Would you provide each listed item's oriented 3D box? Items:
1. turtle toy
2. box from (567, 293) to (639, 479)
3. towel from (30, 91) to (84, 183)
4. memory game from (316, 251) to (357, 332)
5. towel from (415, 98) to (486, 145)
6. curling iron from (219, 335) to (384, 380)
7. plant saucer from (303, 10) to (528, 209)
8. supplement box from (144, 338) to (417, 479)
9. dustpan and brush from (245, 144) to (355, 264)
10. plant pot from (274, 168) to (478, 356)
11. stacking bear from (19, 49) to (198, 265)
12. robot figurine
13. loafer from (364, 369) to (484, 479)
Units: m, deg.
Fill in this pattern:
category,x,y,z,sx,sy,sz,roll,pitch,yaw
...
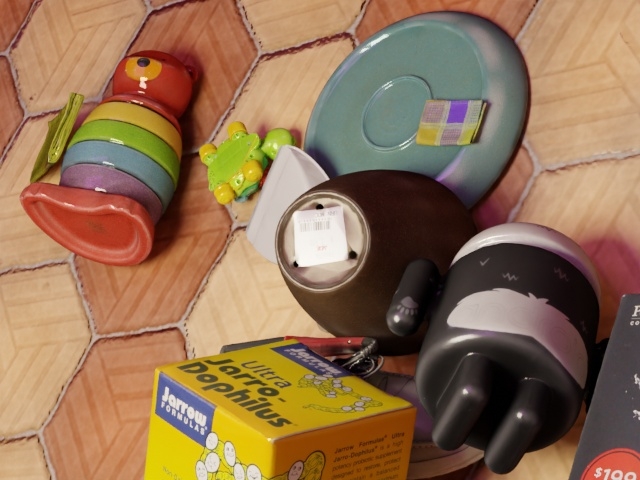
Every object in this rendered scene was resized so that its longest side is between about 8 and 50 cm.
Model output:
category,x,y,z,sx,sy,sz,roll,pitch,yaw
turtle toy,-0.090,-0.100,2.205,0.130,0.066,0.095,-36,52,19
box,0.409,0.215,1.519,0.343,0.179,0.313,-4,51,37
towel,-0.370,-0.139,2.397,0.102,0.021,0.237,-68,13,-12
memory game,0.055,0.033,2.058,0.186,0.012,0.186,-18,59,32
towel,0.148,-0.136,2.000,0.083,0.009,0.060,6,69,40
curling iron,-0.030,0.127,1.932,0.068,0.035,0.274,-39,25,-30
plant saucer,0.100,-0.145,2.081,0.317,0.043,0.318,-19,54,29
supplement box,-0.056,0.310,1.785,0.194,0.195,0.357,25,115,44
dustpan and brush,0.000,0.000,2.066,0.211,0.060,0.147,53,130,42
plant pot,0.041,0.012,1.884,0.215,0.230,0.215,-3,82,21
stacking bear,-0.253,-0.127,2.293,0.175,0.164,0.289,9,61,17
robot figurine,0.192,0.105,1.761,0.173,0.209,0.278,-19,30,30
loafer,0.054,0.191,1.898,0.319,0.111,0.112,-6,42,36
